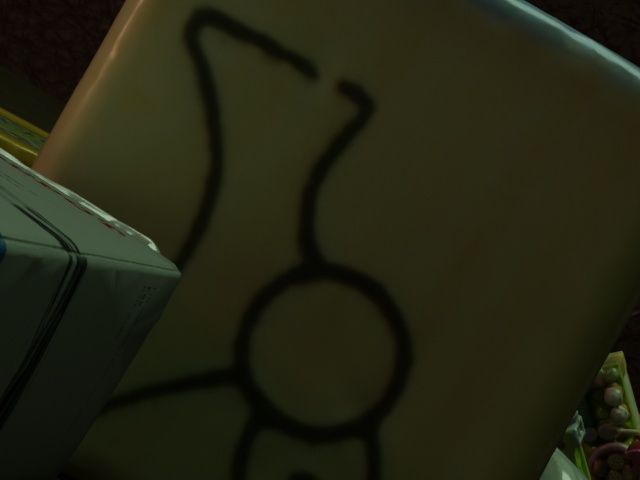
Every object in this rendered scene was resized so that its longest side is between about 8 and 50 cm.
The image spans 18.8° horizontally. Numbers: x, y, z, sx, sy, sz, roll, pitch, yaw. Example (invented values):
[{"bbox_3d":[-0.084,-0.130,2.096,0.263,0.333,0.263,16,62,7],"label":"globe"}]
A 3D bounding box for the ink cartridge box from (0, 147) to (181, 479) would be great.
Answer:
[{"bbox_3d":[-0.132,0.000,0.478,0.139,0.082,0.190,31,1,12],"label":"ink cartridge box"}]

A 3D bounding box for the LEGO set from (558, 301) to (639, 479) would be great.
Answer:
[{"bbox_3d":[0.222,0.158,1.167,0.287,0.132,0.107,52,20,-2],"label":"LEGO set"}]

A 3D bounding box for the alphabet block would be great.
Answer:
[{"bbox_3d":[0.000,0.000,0.676,0.192,0.197,0.193,30,3,-1],"label":"alphabet block"}]

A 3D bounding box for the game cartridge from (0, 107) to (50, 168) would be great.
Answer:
[{"bbox_3d":[-0.162,-0.034,1.201,0.285,0.053,0.323,28,4,-28],"label":"game cartridge"}]

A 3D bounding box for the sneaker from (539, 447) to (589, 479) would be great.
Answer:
[{"bbox_3d":[0.092,0.120,0.902,0.094,0.080,0.212,41,5,-20],"label":"sneaker"}]
